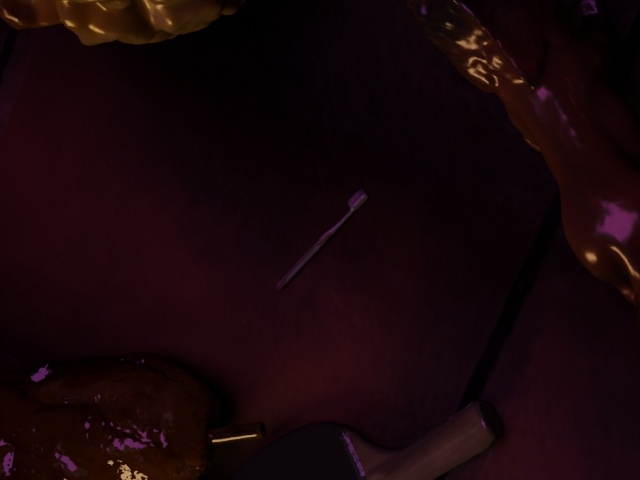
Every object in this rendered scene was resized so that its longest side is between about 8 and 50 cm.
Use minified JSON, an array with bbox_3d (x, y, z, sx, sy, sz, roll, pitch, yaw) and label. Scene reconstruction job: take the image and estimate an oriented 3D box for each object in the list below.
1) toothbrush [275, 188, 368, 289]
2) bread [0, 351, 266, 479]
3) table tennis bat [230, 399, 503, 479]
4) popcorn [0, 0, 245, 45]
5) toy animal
[{"bbox_3d":[0.000,0.000,1.124,0.097,0.006,0.008,-48,54,21],"label":"toothbrush"},{"bbox_3d":[-0.188,0.147,1.191,0.344,0.084,0.124,-9,81,32],"label":"bread"},{"bbox_3d":[0.021,0.178,1.089,0.246,0.022,0.138,-37,67,27],"label":"table tennis bat"},{"bbox_3d":[-0.115,-0.284,1.110,0.332,0.225,0.265,-45,74,-2],"label":"popcorn"},{"bbox_3d":[0.148,-0.059,0.943,0.097,0.157,0.312,-39,65,26],"label":"toy animal"}]
